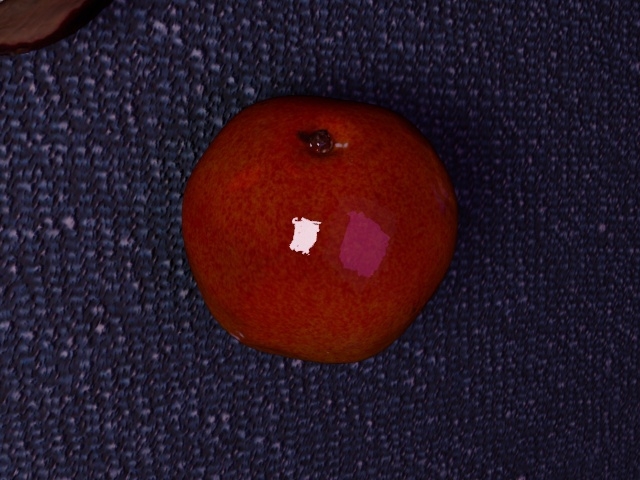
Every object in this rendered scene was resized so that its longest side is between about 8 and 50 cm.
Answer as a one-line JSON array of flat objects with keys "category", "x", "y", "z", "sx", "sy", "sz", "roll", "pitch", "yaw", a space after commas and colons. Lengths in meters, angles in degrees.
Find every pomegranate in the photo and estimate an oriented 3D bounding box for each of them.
[{"category": "pomegranate", "x": 0.000, "y": 0.000, "z": 1.257, "sx": 0.221, "sy": 0.221, "sz": 0.257, "roll": -52, "pitch": 163, "yaw": -18}]

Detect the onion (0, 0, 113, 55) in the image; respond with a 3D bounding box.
[{"category": "onion", "x": -0.183, "y": -0.242, "z": 0.990, "sx": 0.272, "sy": 0.195, "sz": 0.272, "roll": -23, "pitch": 119, "yaw": -49}]
